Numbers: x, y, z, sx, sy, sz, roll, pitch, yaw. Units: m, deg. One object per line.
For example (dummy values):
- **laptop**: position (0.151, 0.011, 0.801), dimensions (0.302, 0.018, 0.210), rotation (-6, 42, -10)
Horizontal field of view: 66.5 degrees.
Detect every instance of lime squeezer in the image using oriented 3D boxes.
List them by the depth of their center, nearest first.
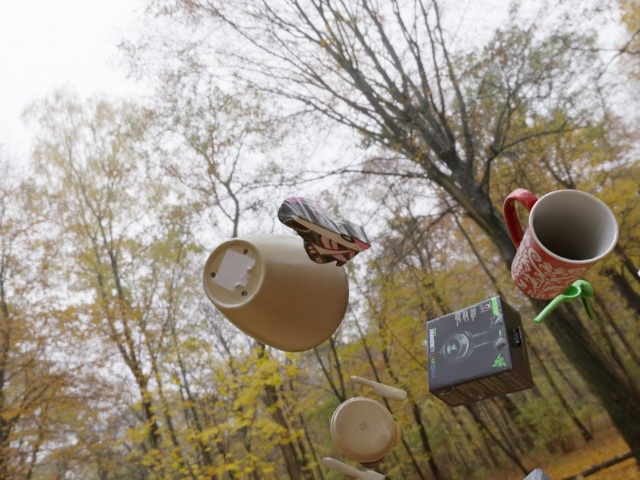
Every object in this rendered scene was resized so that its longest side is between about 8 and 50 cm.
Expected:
- **lime squeezer**: position (0.636, 0.152, 1.247), dimensions (0.310, 0.059, 0.110), rotation (5, -64, -39)

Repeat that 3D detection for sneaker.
- **sneaker**: position (0.000, 0.000, 0.741), dimensions (0.178, 0.072, 0.077), rotation (26, -66, -39)

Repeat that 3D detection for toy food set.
- **toy food set**: position (0.084, 0.359, 0.920), dimensions (0.132, 0.192, 0.038), rotation (16, -42, 13)

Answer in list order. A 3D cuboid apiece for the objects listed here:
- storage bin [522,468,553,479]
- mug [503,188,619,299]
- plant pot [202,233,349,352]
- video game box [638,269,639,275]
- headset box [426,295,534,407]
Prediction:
- **storage bin**: position (0.253, 0.323, 0.522), dimensions (0.098, 0.135, 0.091), rotation (-53, -18, 17)
- **mug**: position (0.348, 0.001, 0.737), dimensions (0.113, 0.150, 0.169), rotation (-11, -28, 3)
- **plant pot**: position (-0.106, 0.087, 0.969), dimensions (0.256, 0.256, 0.274), rotation (-31, -23, 12)
- **video game box**: position (0.714, 0.107, 0.866), dimensions (0.187, 0.205, 0.048), rotation (8, -65, -4)
- **headset box**: position (0.472, 0.331, 1.454), dimensions (0.283, 0.246, 0.131), rotation (-29, -54, 36)
